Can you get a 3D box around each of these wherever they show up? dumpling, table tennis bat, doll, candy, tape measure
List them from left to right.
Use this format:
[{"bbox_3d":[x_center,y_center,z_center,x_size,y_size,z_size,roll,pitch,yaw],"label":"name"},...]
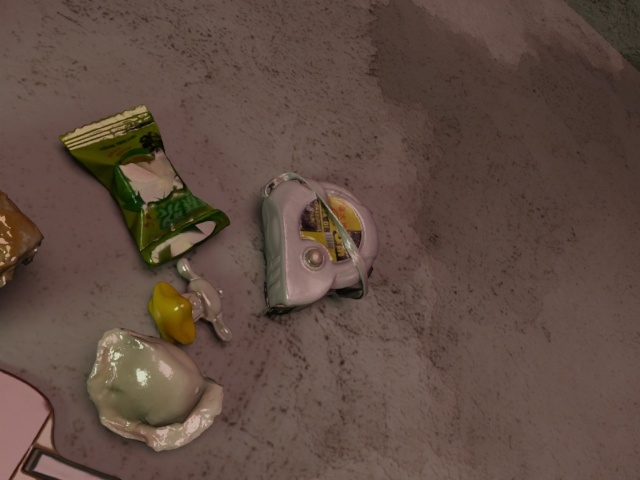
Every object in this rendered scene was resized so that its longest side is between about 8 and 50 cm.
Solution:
[{"bbox_3d":[-0.364,0.244,0.655,0.274,0.021,0.154,30,55,-13],"label":"table tennis bat"},{"bbox_3d":[-0.261,-0.086,0.850,0.149,0.069,0.246,-34,91,-32],"label":"candy"},{"bbox_3d":[-0.217,0.192,0.721,0.188,0.108,0.127,42,77,-23],"label":"dumpling"},{"bbox_3d":[-0.187,0.085,0.813,0.113,0.071,0.135,5,59,-37],"label":"doll"},{"bbox_3d":[0.000,0.000,0.925,0.197,0.120,0.236,1,71,-23],"label":"tape measure"}]

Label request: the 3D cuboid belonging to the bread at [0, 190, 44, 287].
[{"bbox_3d":[-0.456,-0.006,0.633,0.195,0.176,0.246,-47,109,-27],"label":"bread"}]
